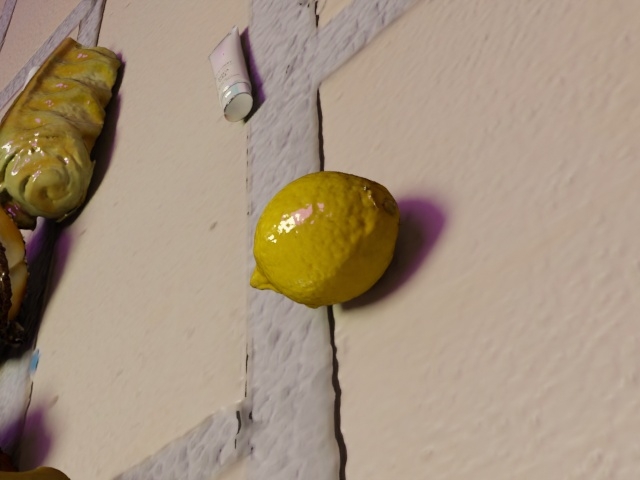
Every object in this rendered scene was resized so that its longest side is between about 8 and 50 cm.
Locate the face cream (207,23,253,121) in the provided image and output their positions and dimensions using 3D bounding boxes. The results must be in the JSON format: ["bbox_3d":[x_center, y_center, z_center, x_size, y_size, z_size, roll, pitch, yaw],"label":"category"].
[{"bbox_3d":[-0.067,-0.126,0.672,0.038,0.020,0.115,-45,32,21],"label":"face cream"}]

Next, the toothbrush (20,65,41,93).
[{"bbox_3d":[-0.345,-0.061,0.980,0.042,0.040,0.418,-49,27,37],"label":"toothbrush"}]

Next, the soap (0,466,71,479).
[{"bbox_3d":[-0.179,0.267,0.406,0.259,0.143,0.281,22,87,59],"label":"soap"}]

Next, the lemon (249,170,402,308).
[{"bbox_3d":[0.000,0.000,0.442,0.092,0.065,0.065,-32,41,31],"label":"lemon"}]

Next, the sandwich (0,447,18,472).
[{"bbox_3d":[-0.345,0.207,0.643,0.301,0.162,0.250,-48,38,20],"label":"sandwich"}]

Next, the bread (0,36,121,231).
[{"bbox_3d":[-0.260,-0.111,0.863,0.128,0.088,0.232,-31,37,24],"label":"bread"}]

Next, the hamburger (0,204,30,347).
[{"bbox_3d":[-0.318,0.030,0.775,0.164,0.093,0.190,3,101,32],"label":"hamburger"}]
